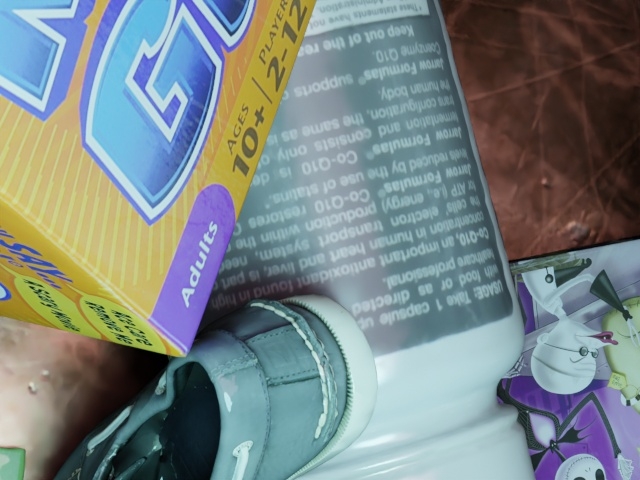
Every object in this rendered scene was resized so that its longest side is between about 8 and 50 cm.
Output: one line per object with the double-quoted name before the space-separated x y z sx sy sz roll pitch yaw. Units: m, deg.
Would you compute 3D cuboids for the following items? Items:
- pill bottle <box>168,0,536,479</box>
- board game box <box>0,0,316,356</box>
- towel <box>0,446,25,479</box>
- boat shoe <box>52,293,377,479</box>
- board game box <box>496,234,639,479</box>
"pill bottle" 0.000 0.000 1.113 0.204 0.204 0.361 -15 89 -18
"board game box" -0.222 -0.199 0.888 0.356 0.356 0.356 11 72 25
"towel" -0.235 0.189 1.122 0.113 0.023 0.152 11 80 -19
"boat shoe" -0.098 0.134 1.024 0.099 0.319 0.116 -12 66 -46
"board game box" 0.254 0.093 1.269 0.347 0.056 0.208 -10 93 -18
